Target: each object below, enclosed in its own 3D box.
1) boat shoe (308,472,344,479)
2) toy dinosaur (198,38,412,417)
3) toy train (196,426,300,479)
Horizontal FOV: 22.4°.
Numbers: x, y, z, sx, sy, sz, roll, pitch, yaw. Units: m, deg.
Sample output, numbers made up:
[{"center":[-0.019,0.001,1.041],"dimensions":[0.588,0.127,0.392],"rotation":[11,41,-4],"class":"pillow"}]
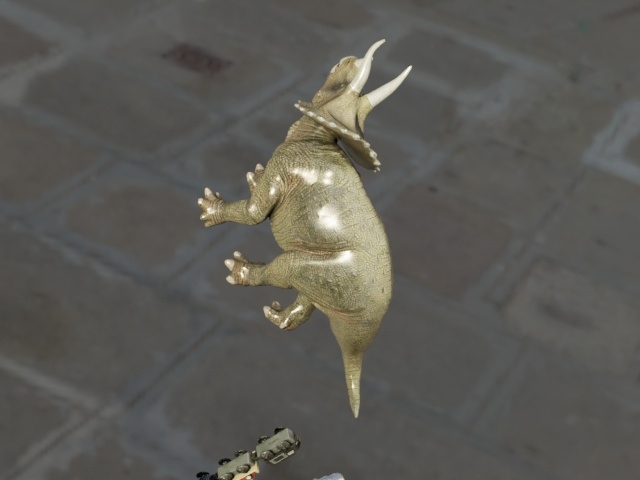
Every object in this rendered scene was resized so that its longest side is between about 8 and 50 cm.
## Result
[{"center":[0.006,0.331,1.995],"dimensions":[0.277,0.096,0.098],"rotation":[14,1,-12],"class":"boat shoe"},{"center":[0.000,0.000,1.368],"dimensions":[0.160,0.313,0.121],"rotation":[-10,-2,38],"class":"toy dinosaur"},{"center":[-0.083,0.234,1.646],"dimensions":[0.036,0.158,0.027],"rotation":[34,34,-41],"class":"toy train"}]
